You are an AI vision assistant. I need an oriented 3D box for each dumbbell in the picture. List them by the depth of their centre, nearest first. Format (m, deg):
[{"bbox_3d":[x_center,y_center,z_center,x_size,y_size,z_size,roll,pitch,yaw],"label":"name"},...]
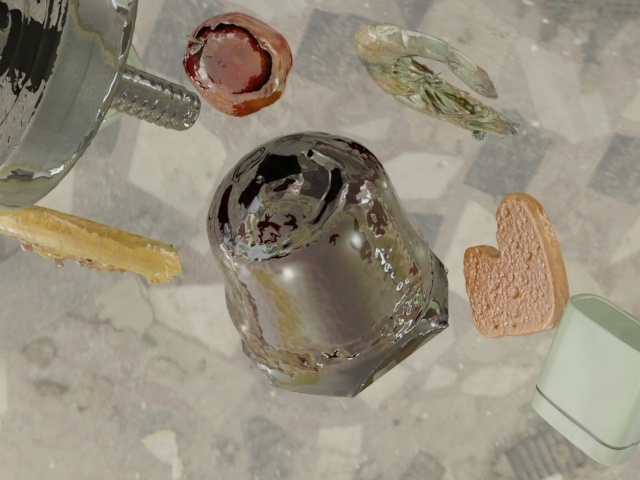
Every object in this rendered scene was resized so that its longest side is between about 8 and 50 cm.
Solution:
[{"bbox_3d":[-0.182,-0.099,0.355,0.325,0.143,0.143,17,108,-41],"label":"dumbbell"}]

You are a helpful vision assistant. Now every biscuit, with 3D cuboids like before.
[{"bbox_3d":[0.254,0.036,1.226,0.036,0.192,0.186,-15,87,-29],"label":"biscuit"}]

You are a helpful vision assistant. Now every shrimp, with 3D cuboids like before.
[{"bbox_3d":[0.222,-0.286,1.665,0.360,0.247,0.085,31,75,-12],"label":"shrimp"}]

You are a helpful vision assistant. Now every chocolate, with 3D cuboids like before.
[{"bbox_3d":[0.000,0.000,1.456,0.384,0.383,0.331,-19,137,-5],"label":"chocolate"}]

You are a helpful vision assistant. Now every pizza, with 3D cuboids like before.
[{"bbox_3d":[-0.294,0.001,1.083,0.271,0.134,0.056,17,73,-4],"label":"pizza"}]

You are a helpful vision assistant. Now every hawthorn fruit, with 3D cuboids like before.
[{"bbox_3d":[-0.124,-0.253,1.287,0.148,0.148,0.172,-50,136,9],"label":"hawthorn fruit"}]

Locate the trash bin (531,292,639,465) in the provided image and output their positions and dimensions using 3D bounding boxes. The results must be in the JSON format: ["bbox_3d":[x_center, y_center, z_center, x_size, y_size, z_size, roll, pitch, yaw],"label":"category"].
[{"bbox_3d":[0.278,0.136,0.911,0.059,0.116,0.130,-8,122,-35],"label":"trash bin"}]

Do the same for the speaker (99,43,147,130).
[{"bbox_3d":[-0.409,-0.341,1.313,0.184,0.183,0.406,-28,125,-2],"label":"speaker"}]
